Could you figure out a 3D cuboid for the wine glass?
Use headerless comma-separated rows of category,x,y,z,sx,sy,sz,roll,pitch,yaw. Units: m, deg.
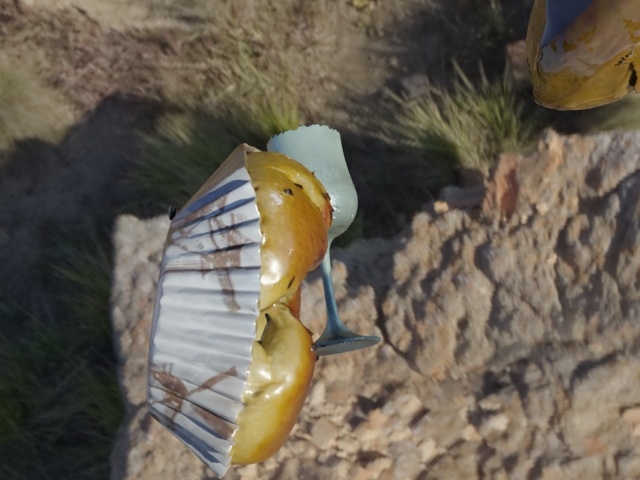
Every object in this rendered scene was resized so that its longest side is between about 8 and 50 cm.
wine glass,0.000,0.000,0.975,0.079,0.079,0.196,-12,77,12

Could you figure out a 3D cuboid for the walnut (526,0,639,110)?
walnut,0.255,-0.207,0.890,0.137,0.137,0.245,37,97,25

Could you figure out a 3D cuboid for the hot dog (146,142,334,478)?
hot dog,-0.033,0.019,0.522,0.069,0.253,0.131,9,99,-1
